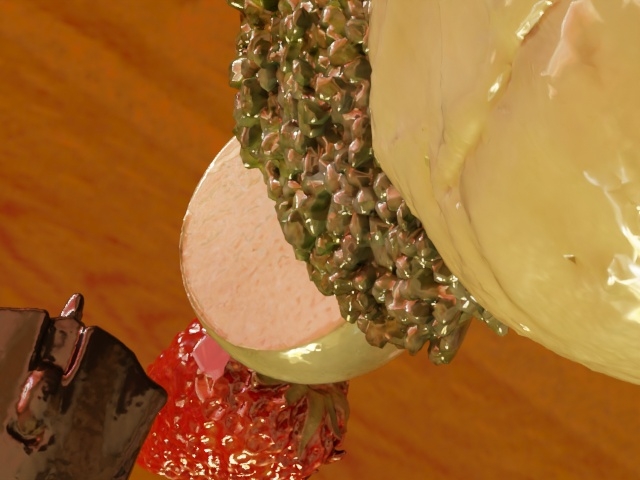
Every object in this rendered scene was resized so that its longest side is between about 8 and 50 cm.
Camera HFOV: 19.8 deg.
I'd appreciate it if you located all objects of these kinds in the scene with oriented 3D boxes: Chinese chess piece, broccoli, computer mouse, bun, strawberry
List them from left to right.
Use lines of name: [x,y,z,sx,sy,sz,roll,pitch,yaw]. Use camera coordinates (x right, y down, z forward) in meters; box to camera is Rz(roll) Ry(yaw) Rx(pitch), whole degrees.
computer mouse: [-0.184,0.156,1.063,0.147,0.088,0.264,17,93,-10]
strawberry: [-0.098,0.168,1.880,0.205,0.244,0.205,34,42,-38]
Chinese chess piece: [0.000,0.000,1.574,0.250,0.101,0.250,-13,62,26]
broccoli: [0.085,-0.110,1.009,0.272,0.334,0.324,-38,120,-31]
bun: [0.127,-0.132,0.661,0.202,0.364,0.364,19,63,-19]
